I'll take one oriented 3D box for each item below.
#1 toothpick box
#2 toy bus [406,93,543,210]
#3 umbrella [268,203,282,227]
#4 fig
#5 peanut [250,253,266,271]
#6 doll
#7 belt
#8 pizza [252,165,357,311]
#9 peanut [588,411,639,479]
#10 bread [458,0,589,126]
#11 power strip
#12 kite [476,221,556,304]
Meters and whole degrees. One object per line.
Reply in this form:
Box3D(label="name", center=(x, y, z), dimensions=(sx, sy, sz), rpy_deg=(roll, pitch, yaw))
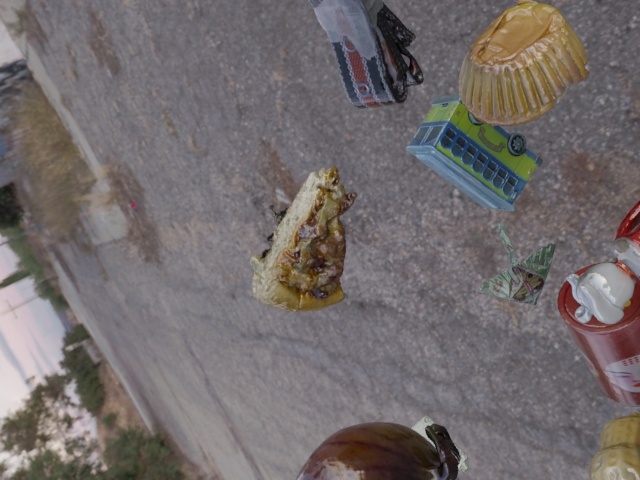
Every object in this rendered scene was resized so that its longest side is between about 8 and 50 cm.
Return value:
Box3D(label="toothpick box", center=(0.723, 0.231, 1.522), dimensions=(0.333, 0.204, 0.204), rpy_deg=(50, 170, -35))
Box3D(label="toy bus", center=(0.403, -0.226, 1.646), dimensions=(0.312, 0.190, 0.152), rpy_deg=(32, 175, -21))
Box3D(label="umbrella", center=(-0.078, -0.033, 1.216), dimensions=(0.020, 0.031, 0.083), rpy_deg=(-30, 83, 43))
Box3D(label="fig", center=(0.079, 0.348, 0.814), dimensions=(0.214, 0.235, 0.235), rpy_deg=(-18, 101, 52))
Box3D(label="peanut", center=(-0.102, 0.058, 1.219), dimensions=(0.083, 0.037, 0.037), rpy_deg=(41, 162, -7))
Box3D(label="doll", center=(0.550, -0.014, 1.023), dimensions=(0.099, 0.384, 0.188), rpy_deg=(39, -168, -12))
Box3D(label="belt", center=(0.034, -0.338, 0.890), dimensions=(0.094, 0.126, 0.359), rpy_deg=(1, 145, 38))
Box3D(label="pizza", center=(0.000, 0.000, 0.813), dimensions=(0.069, 0.154, 0.194), rpy_deg=(22, 101, 48))
Box3D(label="peanut", center=(0.504, 0.359, 1.033), dimensions=(0.101, 0.263, 0.117), rpy_deg=(-2, 103, 31))
Box3D(label="bread", center=(0.416, -0.372, 1.339), dimensions=(0.274, 0.274, 0.149), rpy_deg=(40, 175, 45))
Box3D(label="power strip", center=(0.225, 0.403, 1.162), dimensions=(0.175, 0.075, 0.042), rpy_deg=(45, 173, 24))
Box3D(label="kite", center=(0.485, 0.064, 1.570), dimensions=(0.250, 0.229, 0.012), rpy_deg=(60, -179, -16))
